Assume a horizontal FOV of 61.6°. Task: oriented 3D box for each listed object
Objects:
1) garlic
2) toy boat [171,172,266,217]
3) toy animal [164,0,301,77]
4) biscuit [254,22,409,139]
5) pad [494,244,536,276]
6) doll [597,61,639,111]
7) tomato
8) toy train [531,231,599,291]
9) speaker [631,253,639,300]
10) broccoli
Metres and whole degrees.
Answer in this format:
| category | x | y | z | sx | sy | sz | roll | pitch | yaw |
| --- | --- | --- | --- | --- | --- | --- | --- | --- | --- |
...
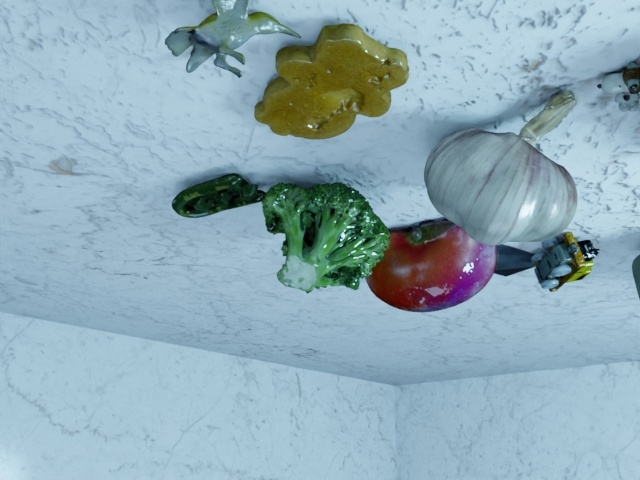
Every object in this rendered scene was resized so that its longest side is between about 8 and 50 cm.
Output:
| category | x | y | z | sx | sy | sz | roll | pitch | yaw |
| --- | --- | --- | --- | --- | --- | --- | --- | --- | --- |
| garlic | 0.298 | -0.119 | 0.823 | 0.245 | 0.245 | 0.253 | 14 | 118 | -25 |
| toy boat | -0.209 | -0.086 | 1.070 | 0.210 | 0.052 | 0.104 | -12 | 155 | 29 |
| toy animal | -0.102 | -0.241 | 0.645 | 0.155 | 0.095 | 0.219 | 15 | 155 | -17 |
| biscuit | 0.008 | -0.214 | 0.769 | 0.184 | 0.035 | 0.249 | 16 | 154 | -27 |
| pad | 0.458 | 0.050 | 1.389 | 0.243 | 0.004 | 0.164 | 15 | 154 | -26 |
| doll | 0.426 | -0.208 | 0.741 | 0.085 | 0.040 | 0.058 | 24 | 162 | -32 |
| tomato | 0.268 | 0.088 | 1.280 | 0.335 | 0.176 | 0.290 | -10 | 155 | 26 |
| toy train | 0.587 | 0.051 | 1.278 | 0.127 | 0.089 | 0.219 | -10 | 155 | -3 |
| speaker | 0.938 | 0.068 | 1.171 | 0.407 | 0.183 | 0.184 | 1 | 152 | 4 |
| broccoli | 0.000 | 0.000 | 1.055 | 0.262 | 0.241 | 0.269 | 22 | 127 | 2 |
